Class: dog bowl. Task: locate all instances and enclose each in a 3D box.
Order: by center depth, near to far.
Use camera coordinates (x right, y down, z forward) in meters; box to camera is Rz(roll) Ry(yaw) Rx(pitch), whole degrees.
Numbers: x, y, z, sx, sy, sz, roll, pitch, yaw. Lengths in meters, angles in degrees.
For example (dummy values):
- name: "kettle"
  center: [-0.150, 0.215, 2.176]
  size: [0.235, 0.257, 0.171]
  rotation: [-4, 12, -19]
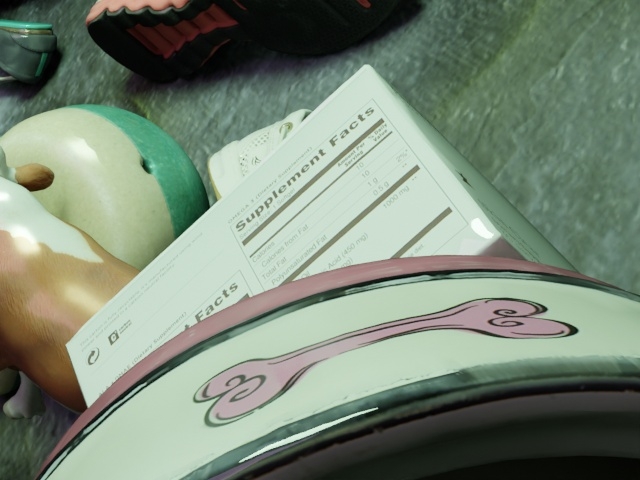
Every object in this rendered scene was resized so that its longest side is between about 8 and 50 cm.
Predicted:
- name: "dog bowl"
  center: [0.046, 0.185, 0.563]
  size: [0.408, 0.408, 0.150]
  rotation: [-41, 29, 11]

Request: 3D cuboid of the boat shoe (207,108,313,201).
- name: "boat shoe"
  center: [0.000, 0.000, 0.946]
  size: [0.096, 0.098, 0.277]
  rotation: [-40, 41, 13]

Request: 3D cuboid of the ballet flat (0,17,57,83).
- name: "ballet flat"
  center: [-0.327, -0.191, 1.405]
  size: [0.203, 0.074, 0.074]
  rotation: [21, 76, 43]

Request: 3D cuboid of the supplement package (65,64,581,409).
- name: "supplement package"
  center: [0.049, 0.085, 0.713]
  size: [0.204, 0.262, 0.145]
  rotation: [-43, 42, 9]

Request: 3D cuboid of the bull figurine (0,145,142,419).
- name: "bull figurine"
  center: [-0.162, 0.066, 0.937]
  size: [0.310, 0.101, 0.188]
  rotation: [30, 120, 18]

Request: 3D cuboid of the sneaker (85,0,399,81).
- name: "sneaker"
  center: [-0.060, -0.225, 1.155]
  size: [0.314, 0.116, 0.136]
  rotation: [-4, 57, 40]

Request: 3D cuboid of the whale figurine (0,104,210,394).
- name: "whale figurine"
  center: [-0.186, 0.012, 1.091]
  size: [0.272, 0.141, 0.216]
  rotation: [-42, 76, 40]
